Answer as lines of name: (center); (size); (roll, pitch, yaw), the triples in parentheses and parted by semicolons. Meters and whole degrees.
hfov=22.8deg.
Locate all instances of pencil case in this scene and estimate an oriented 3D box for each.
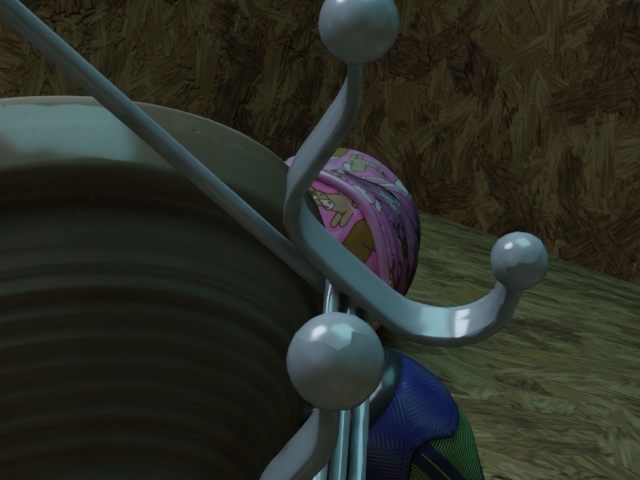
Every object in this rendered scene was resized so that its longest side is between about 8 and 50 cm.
pencil case: (0.000, 0.000, 1.412); (0.167, 0.160, 0.386); (-10, 5, 6)

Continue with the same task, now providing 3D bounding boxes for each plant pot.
plant pot: (-0.098, 0.068, 0.536); (0.237, 0.237, 0.110); (10, 47, -36)

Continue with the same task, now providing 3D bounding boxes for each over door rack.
over door rack: (-0.058, 0.025, 0.350); (0.324, 0.239, 0.108); (32, -47, -29)

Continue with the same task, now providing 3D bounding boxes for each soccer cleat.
soccer cleat: (0.014, 0.103, 0.956); (0.121, 0.093, 0.289); (44, -6, -14)
